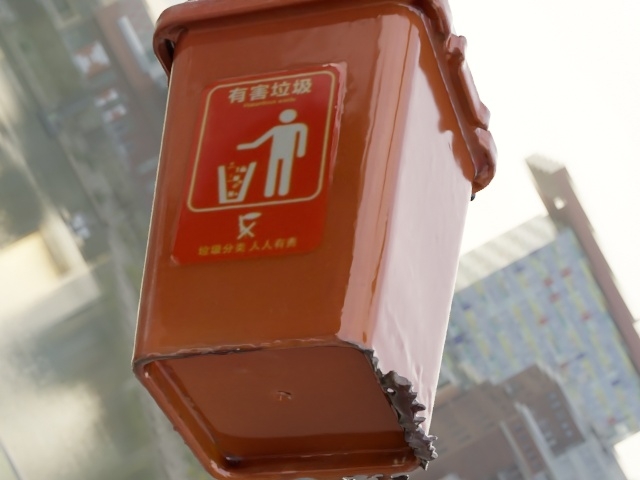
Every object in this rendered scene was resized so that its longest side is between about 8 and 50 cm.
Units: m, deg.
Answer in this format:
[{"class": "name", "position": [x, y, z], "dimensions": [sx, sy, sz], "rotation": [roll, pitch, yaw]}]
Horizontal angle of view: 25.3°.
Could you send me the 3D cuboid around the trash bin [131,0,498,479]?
[{"class": "trash bin", "position": [0.000, 0.000, 0.716], "dimensions": [0.184, 0.161, 0.238], "rotation": [62, 28, -48]}]
